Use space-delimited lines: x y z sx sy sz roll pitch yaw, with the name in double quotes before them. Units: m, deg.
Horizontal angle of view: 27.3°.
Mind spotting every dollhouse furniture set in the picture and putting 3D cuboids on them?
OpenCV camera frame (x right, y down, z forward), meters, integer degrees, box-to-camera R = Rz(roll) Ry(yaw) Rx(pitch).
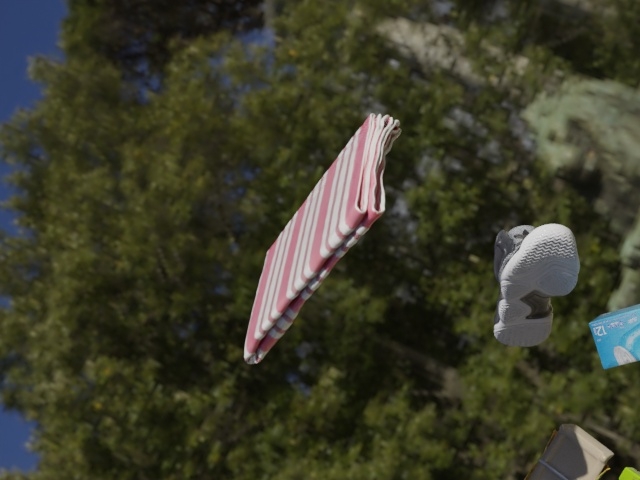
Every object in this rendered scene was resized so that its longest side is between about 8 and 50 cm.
"dollhouse furniture set" 0.261 0.232 1.174 0.058 0.151 0.076 23 -80 -49

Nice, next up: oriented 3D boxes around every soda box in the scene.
"soda box" 0.461 0.105 1.701 0.071 0.210 0.067 -14 -94 -64

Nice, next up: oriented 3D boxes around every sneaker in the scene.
"sneaker" 0.295 0.025 1.858 0.269 0.101 0.153 97 176 -54

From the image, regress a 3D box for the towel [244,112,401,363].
"towel" 0.000 0.000 1.076 0.197 0.029 0.144 -52 15 35
